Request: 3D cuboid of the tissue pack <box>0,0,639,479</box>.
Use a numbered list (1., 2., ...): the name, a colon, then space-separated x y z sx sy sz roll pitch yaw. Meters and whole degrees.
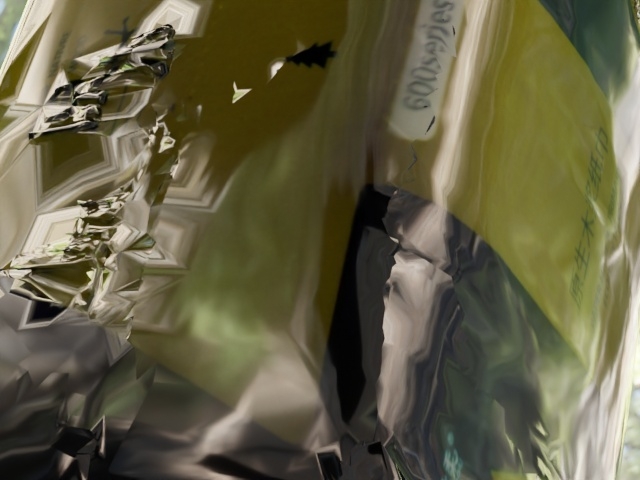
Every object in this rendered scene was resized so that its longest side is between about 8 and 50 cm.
1. tissue pack: 0.000 0.000 0.768 0.253 0.264 0.416 50 -136 -46
